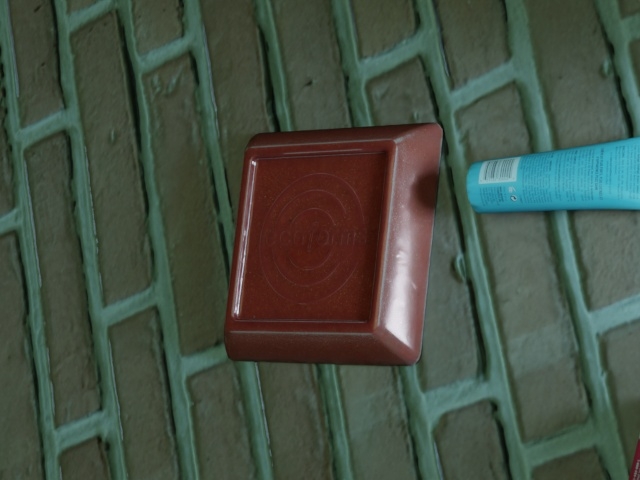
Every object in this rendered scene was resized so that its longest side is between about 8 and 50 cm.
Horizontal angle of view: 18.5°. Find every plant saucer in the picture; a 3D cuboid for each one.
[{"bbox_3d":[0.000,0.000,2.090,0.258,0.048,0.259,-1,77,37],"label":"plant saucer"}]

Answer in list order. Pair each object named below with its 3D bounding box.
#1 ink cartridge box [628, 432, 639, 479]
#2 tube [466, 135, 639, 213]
[{"bbox_3d":[0.362,0.199,1.754,0.150,0.063,0.109,13,87,37],"label":"ink cartridge box"},{"bbox_3d":[0.245,-0.060,1.921,0.207,0.052,0.080,-4,81,31],"label":"tube"}]
